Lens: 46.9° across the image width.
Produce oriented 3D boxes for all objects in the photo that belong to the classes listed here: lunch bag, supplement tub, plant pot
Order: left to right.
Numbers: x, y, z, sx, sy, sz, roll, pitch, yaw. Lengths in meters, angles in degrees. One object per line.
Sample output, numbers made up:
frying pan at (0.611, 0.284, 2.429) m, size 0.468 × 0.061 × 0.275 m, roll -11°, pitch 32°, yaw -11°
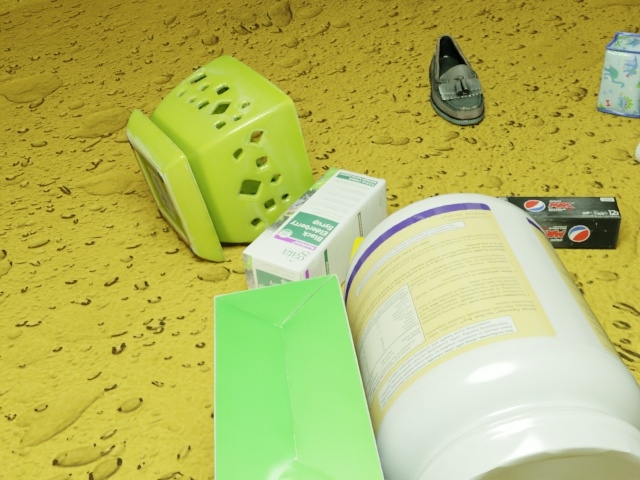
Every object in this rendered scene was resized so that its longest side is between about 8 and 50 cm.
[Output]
plant pot at (-0.156, -0.117, 1.126) m, size 0.207 × 0.228 × 0.227 m, roll -30°, pitch 42°, yaw -17°
supplement tub at (0.158, 0.132, 0.714) m, size 0.241 × 0.241 × 0.331 m, roll -8°, pitch 36°, yaw -1°
lunch bag at (0.580, -0.286, 1.305) m, size 0.151 × 0.128 × 0.096 m, roll 17°, pitch 44°, yaw 27°

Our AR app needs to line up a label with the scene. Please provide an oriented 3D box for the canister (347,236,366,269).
canister at (0.125, 0.046, 0.978) m, size 0.170 × 0.073 × 0.126 m, roll 0°, pitch 36°, yaw 12°

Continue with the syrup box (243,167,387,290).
syrup box at (0.000, 0.000, 1.041) m, size 0.093 × 0.096 × 0.237 m, roll 16°, pitch 41°, yaw 28°

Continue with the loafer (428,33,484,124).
loafer at (0.257, -0.318, 1.438) m, size 0.096 × 0.084 × 0.267 m, roll -7°, pitch 36°, yaw 0°

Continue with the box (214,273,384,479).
box at (-0.015, 0.205, 0.650) m, size 0.127 × 0.231 × 0.262 m, roll -11°, pitch 36°, yaw -1°

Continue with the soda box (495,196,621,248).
soda box at (0.333, -0.026, 1.051) m, size 0.169 × 0.060 × 0.053 m, roll 1°, pitch 38°, yaw 10°

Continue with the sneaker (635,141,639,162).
sneaker at (0.591, -0.158, 1.186) m, size 0.152 × 0.058 × 0.084 m, roll -28°, pitch 35°, yaw -19°
